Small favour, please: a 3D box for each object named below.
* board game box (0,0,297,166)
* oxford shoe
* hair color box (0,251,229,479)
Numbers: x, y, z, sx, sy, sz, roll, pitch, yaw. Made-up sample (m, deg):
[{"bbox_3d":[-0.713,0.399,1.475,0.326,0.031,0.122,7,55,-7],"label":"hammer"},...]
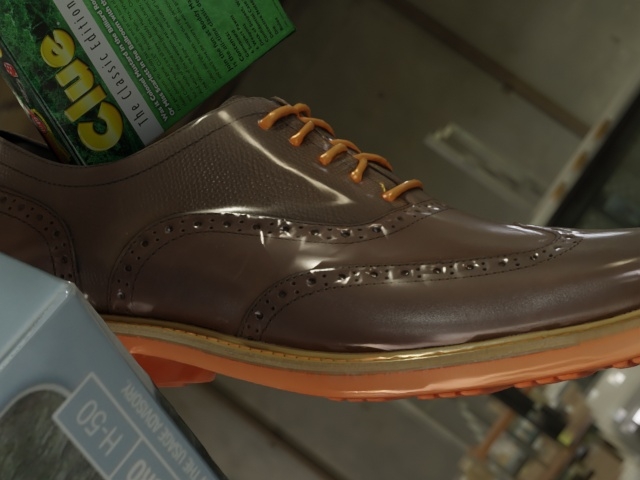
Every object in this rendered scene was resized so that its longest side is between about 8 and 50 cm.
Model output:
[{"bbox_3d":[-0.125,-0.167,0.793,0.136,0.260,0.030,-41,23,-25],"label":"board game box"},{"bbox_3d":[0.000,0.000,0.757,0.130,0.363,0.133,5,-96,-74],"label":"oxford shoe"},{"bbox_3d":[-0.168,0.064,0.538,0.113,0.374,0.185,-49,-50,-20],"label":"hair color box"}]
